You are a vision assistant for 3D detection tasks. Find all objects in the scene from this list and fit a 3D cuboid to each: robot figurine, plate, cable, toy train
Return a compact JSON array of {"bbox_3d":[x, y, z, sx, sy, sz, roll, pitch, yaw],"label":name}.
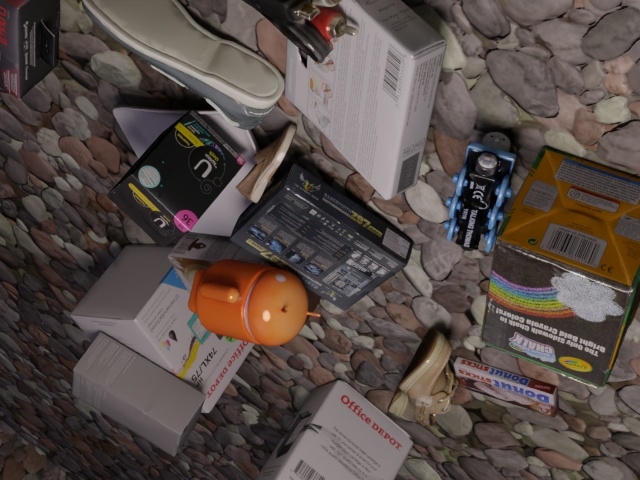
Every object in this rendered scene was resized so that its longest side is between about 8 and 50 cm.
[{"bbox_3d":[-0.109,0.099,1.683,0.219,0.128,0.158,9,135,38],"label":"robot figurine"},{"bbox_3d":[-0.177,-0.116,1.724,0.277,0.045,0.278,7,138,36],"label":"plate"},{"bbox_3d":[-0.060,-0.317,1.335,0.287,0.072,0.139,36,161,42],"label":"cable"},{"bbox_3d":[0.213,-0.065,1.391,0.080,0.105,0.184,16,144,11],"label":"toy train"}]

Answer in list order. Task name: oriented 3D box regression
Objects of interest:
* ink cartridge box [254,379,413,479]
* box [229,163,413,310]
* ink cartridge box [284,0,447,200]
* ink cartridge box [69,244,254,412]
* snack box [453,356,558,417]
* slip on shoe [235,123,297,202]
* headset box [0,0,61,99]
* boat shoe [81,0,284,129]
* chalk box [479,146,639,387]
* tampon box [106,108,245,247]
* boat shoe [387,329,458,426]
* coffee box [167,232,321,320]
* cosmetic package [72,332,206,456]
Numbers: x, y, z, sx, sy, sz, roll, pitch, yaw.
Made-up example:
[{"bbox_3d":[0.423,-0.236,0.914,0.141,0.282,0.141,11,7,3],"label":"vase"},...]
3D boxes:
[{"bbox_3d":[0.019,0.450,2.050,0.211,0.289,0.121,42,149,-11],"label":"ink cartridge box"},{"bbox_3d":[0.000,0.000,1.649,0.232,0.059,0.183,33,139,-15],"label":"box"},{"bbox_3d":[0.049,-0.221,1.385,0.239,0.060,0.275,49,154,27],"label":"ink cartridge box"},{"bbox_3d":[-0.300,0.171,2.056,0.197,0.198,0.270,0,135,40],"label":"ink cartridge box"},{"bbox_3d":[0.312,0.246,1.774,0.178,0.022,0.064,15,141,28],"label":"snack box"},{"bbox_3d":[-0.081,-0.121,1.583,0.041,0.051,0.135,30,115,-4],"label":"slip on shoe"},{"bbox_3d":[-0.532,-0.374,1.648,0.293,0.110,0.218,32,146,5],"label":"headset box"},{"bbox_3d":[-0.207,-0.262,1.503,0.319,0.116,0.099,30,143,-2],"label":"boat shoe"},{"bbox_3d":[0.327,0.057,1.383,0.180,0.179,0.289,22,146,18],"label":"chalk box"},{"bbox_3d":[-0.218,-0.094,1.600,0.120,0.161,0.101,44,145,-14],"label":"tampon box"},{"bbox_3d":[0.191,0.244,1.805,0.098,0.109,0.302,28,152,7],"label":"boat shoe"},{"bbox_3d":[-0.127,0.055,1.847,0.246,0.098,0.141,7,137,36],"label":"coffee box"},{"bbox_3d":[-0.341,0.289,1.971,0.238,0.107,0.127,29,146,2],"label":"cosmetic package"}]
